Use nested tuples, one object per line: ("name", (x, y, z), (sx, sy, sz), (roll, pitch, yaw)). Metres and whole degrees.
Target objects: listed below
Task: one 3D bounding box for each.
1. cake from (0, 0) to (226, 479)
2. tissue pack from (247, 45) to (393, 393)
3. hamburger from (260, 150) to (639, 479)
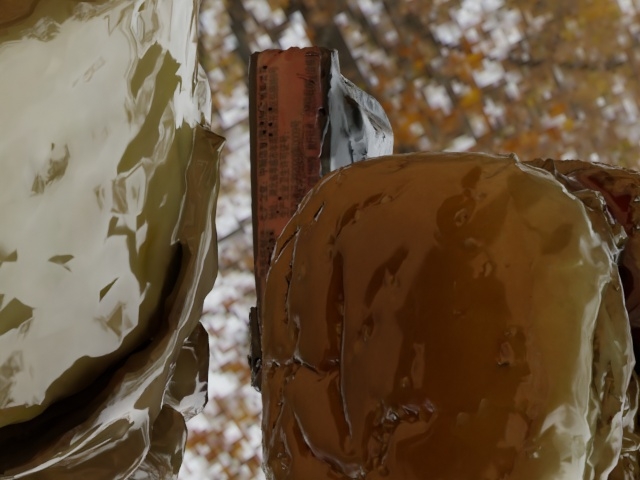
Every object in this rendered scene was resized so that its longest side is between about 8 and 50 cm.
("cake", (-0.194, 0.009, 0.643), (0.332, 0.321, 0.332), (1, -150, 0))
("tissue pack", (0.000, 0.000, 1.651), (0.123, 0.245, 0.332), (-2, -102, 8))
("hamburger", (0.067, 0.068, 0.795), (0.163, 0.244, 0.244), (0, -166, -37))
